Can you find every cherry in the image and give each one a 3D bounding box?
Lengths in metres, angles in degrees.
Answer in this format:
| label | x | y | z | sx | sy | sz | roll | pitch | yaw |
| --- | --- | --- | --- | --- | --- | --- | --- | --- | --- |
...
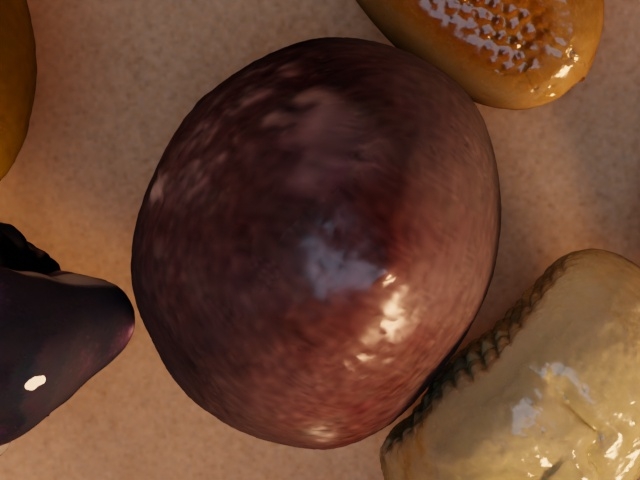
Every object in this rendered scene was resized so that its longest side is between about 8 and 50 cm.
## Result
| label | x | y | z | sx | sy | sz | roll | pitch | yaw |
| --- | --- | --- | --- | --- | --- | --- | --- | --- | --- |
| cherry | 0.000 | 0.000 | 0.796 | 0.183 | 0.266 | 0.213 | 18 | 86 | -14 |

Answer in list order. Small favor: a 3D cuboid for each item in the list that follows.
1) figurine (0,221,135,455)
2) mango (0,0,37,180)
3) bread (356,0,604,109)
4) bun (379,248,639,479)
| label | x | y | z | sx | sy | sz | roll | pitch | yaw |
| --- | --- | --- | --- | --- | --- | --- | --- | --- | --- |
| figurine | -0.205 | 0.046 | 0.815 | 0.222 | 0.145 | 0.145 | -2 | 99 | 37 |
| mango | -0.351 | -0.142 | 0.784 | 0.445 | 0.220 | 0.301 | 26 | 69 | 7 |
| bread | 0.074 | -0.153 | 0.835 | 0.189 | 0.077 | 0.114 | 46 | 119 | -3 |
| bun | 0.116 | 0.094 | 0.819 | 0.111 | 0.164 | 0.188 | 43 | 99 | 0 |
